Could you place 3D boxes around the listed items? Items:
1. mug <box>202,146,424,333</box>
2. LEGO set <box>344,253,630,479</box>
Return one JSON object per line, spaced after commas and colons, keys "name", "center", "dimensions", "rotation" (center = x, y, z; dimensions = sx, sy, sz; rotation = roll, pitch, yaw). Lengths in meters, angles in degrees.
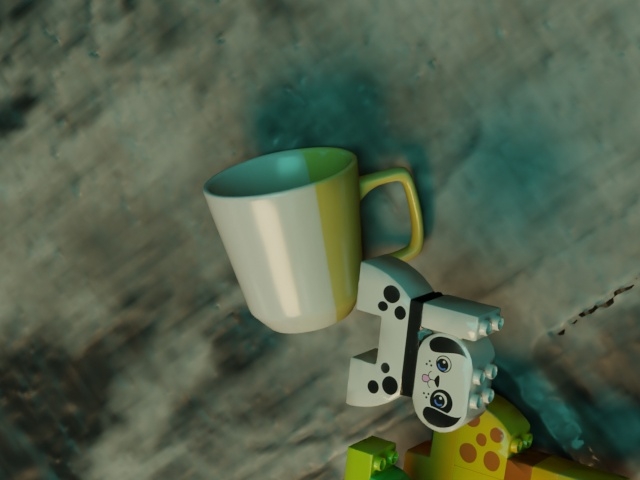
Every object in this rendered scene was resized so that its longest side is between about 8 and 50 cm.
{"name": "mug", "center": [-0.003, 0.001, 0.680], "dimensions": [0.078, 0.062, 0.064], "rotation": [-4, 108, 25]}
{"name": "LEGO set", "center": [0.064, 0.121, 0.666], "dimensions": [0.093, 0.087, 0.227], "rotation": [14, 106, 30]}
